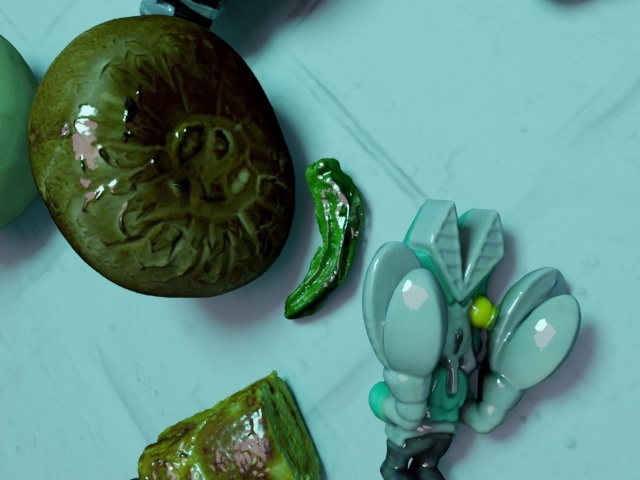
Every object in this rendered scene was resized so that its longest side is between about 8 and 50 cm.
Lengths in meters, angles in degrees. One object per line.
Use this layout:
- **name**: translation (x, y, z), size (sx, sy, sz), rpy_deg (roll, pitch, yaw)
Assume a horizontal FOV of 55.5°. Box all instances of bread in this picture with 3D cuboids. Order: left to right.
- **bread**: translation (-0.099, 0.236, 0.647), size (0.172, 0.103, 0.132), rpy_deg (-29, 79, 16)

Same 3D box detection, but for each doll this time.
- **doll**: translation (0.131, 0.094, 0.547), size (0.153, 0.194, 0.259), rpy_deg (12, 120, 59)

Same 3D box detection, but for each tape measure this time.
- **tape measure**: translation (-0.142, -0.322, 0.685), size (0.181, 0.107, 0.182), rpy_deg (-63, 20, 16)

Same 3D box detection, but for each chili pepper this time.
- **chili pepper**: translation (0.005, 0.004, 0.654), size (0.073, 0.050, 0.182), rpy_deg (14, 93, 19)

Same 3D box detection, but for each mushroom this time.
- **mushroom**: translation (-0.141, -0.083, 0.623), size (0.163, 0.278, 0.297), rpy_deg (-9, 120, 42)

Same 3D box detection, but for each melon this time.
- **melon**: translation (-0.484, -0.140, 0.792), size (0.271, 0.271, 0.308), rpy_deg (8, 94, 26)

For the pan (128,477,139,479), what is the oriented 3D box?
- **pan**: translation (-0.212, 0.344, 0.732), size (0.068, 0.023, 0.115), rpy_deg (-12, 77, 23)
